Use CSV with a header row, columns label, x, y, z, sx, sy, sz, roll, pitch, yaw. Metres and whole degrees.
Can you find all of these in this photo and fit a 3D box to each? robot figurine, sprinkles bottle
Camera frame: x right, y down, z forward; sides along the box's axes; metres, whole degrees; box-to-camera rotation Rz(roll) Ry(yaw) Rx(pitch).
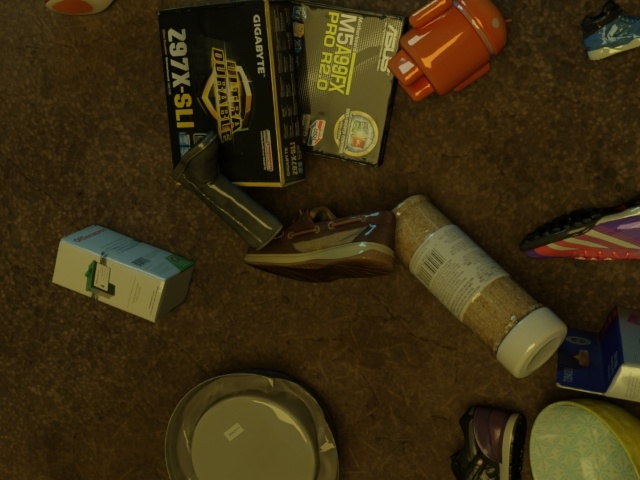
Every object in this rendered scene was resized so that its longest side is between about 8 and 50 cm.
label,x,y,z,sx,sy,sz,roll,pitch,yaw
robot figurine,0.221,-0.332,1.715,0.219,0.128,0.158,-37,95,5
sprinkles bottle,0.254,0.072,1.732,0.355,0.121,0.121,46,109,28

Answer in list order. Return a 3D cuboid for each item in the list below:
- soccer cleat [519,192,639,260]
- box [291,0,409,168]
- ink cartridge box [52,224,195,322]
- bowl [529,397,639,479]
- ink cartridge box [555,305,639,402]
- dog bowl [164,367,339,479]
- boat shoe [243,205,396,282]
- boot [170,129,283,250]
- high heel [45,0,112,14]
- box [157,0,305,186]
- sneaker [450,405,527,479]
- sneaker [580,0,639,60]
label,x,y,z,sx,sy,sz,roll,pitch,yaw
soccer cleat,0.503,-0.004,1.737,0.318,0.108,0.116,-17,101,14
box,0.027,-0.283,1.817,0.216,0.060,0.270,13,104,12
ink cartridge box,-0.372,0.059,1.932,0.219,0.160,0.093,20,105,10
bowl,0.516,0.399,1.768,0.156,0.289,0.290,-14,100,-26
ink cartridge box,0.554,0.187,1.644,0.330,0.324,0.071,11,104,11
dog bowl,-0.122,0.407,1.971,0.348,0.102,0.349,2,101,13
boat shoe,0.000,0.000,1.822,0.342,0.123,0.123,-7,68,47
boot,-0.152,-0.080,1.760,0.208,0.189,0.076,46,66,-2
high heel,-0.408,-0.499,1.886,0.244,0.082,0.117,-13,69,28
box,-0.161,-0.260,1.816,0.257,0.079,0.322,4,104,37
sneaker,0.302,0.443,1.890,0.124,0.107,0.283,10,100,27
sneaker,0.508,-0.363,1.684,0.152,0.058,0.085,-17,105,23
